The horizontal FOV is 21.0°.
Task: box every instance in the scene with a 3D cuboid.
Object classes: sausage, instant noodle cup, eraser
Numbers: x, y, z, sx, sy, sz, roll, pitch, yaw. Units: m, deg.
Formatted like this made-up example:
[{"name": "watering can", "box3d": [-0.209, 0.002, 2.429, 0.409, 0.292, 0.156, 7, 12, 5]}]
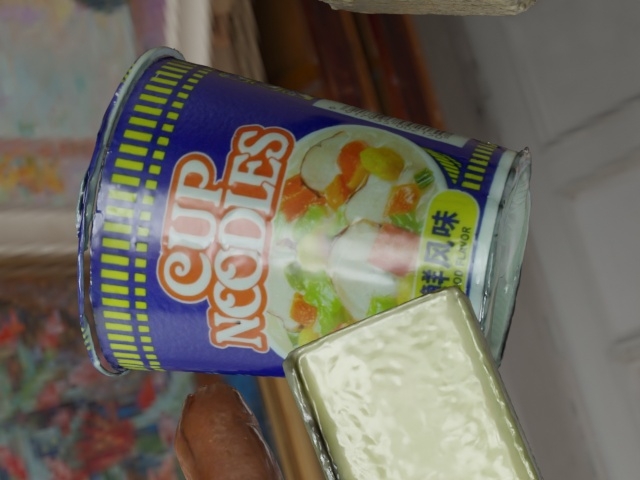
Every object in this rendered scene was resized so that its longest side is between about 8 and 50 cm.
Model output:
[{"name": "sausage", "box3d": [-0.055, 0.300, 1.556, 0.094, 0.419, 0.094, -4, 134, -17]}, {"name": "instant noodle cup", "box3d": [0.000, 0.000, 1.376, 0.312, 0.284, 0.284, 9, 171, 13]}, {"name": "eraser", "box3d": [0.062, 0.126, 1.016, 0.117, 0.172, 0.058, -23, 171, 7]}]

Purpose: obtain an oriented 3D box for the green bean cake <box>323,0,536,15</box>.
[{"name": "green bean cake", "box3d": [0.072, -0.218, 1.299, 0.179, 0.085, 0.109, 6, 178, 27]}]
